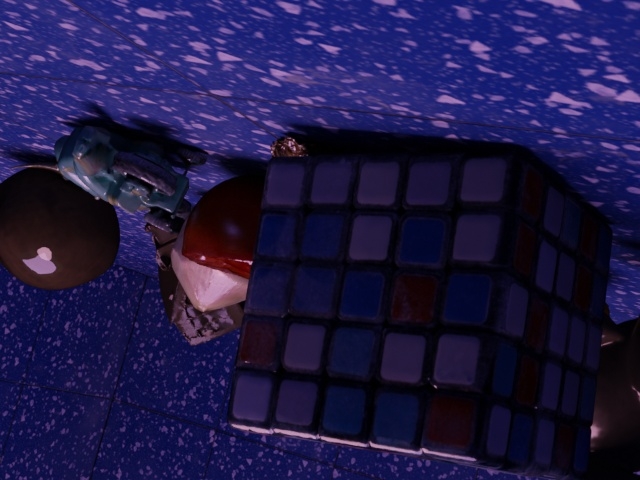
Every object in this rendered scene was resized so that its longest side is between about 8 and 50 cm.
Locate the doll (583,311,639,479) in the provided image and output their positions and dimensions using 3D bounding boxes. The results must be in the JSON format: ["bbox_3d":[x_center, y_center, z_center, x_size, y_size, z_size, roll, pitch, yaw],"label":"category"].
[{"bbox_3d":[0.420,0.197,1.143,0.252,0.378,0.382,17,150,-23],"label":"doll"}]

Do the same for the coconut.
[{"bbox_3d":[-0.153,0.029,1.695,0.171,0.183,0.171,17,176,1],"label":"coconut"}]

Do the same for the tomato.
[{"bbox_3d":[-0.074,-0.015,1.393,0.200,0.139,0.233,10,170,4],"label":"tomato"}]

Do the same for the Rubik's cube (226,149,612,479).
[{"bbox_3d":[0.113,0.082,1.098,0.287,0.293,0.292,2,166,33],"label":"Rubik's cube"}]

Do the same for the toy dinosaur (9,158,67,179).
[{"bbox_3d":[-0.405,-0.111,1.709,0.180,0.037,0.058,16,168,-20],"label":"toy dinosaur"}]

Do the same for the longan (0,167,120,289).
[{"bbox_3d":[-0.461,-0.021,1.794,0.246,0.215,0.246,9,161,3],"label":"longan"}]

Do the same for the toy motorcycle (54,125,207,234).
[{"bbox_3d":[-0.253,-0.093,1.367,0.198,0.109,0.296,25,173,-5],"label":"toy motorcycle"}]

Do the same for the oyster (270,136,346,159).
[{"bbox_3d":[-0.017,-0.087,1.172,0.086,0.029,0.132,15,169,0],"label":"oyster"}]

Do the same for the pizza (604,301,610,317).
[{"bbox_3d":[0.273,0.088,1.590,0.278,0.114,0.409,15,172,-11],"label":"pizza"}]

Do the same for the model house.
[{"bbox_3d":[-0.221,0.024,1.920,0.204,0.211,0.243,-26,131,4],"label":"model house"}]
